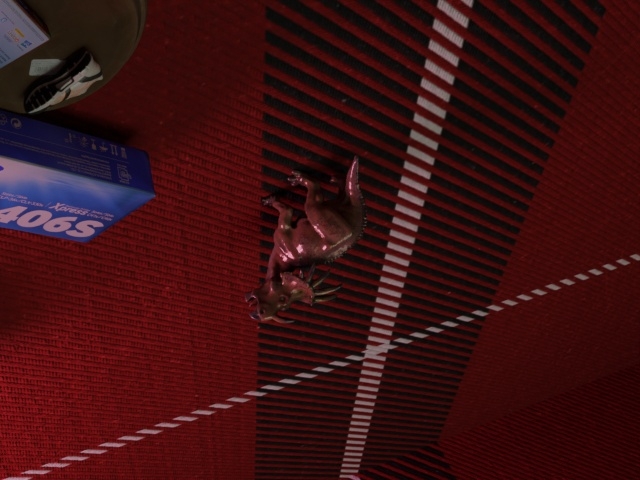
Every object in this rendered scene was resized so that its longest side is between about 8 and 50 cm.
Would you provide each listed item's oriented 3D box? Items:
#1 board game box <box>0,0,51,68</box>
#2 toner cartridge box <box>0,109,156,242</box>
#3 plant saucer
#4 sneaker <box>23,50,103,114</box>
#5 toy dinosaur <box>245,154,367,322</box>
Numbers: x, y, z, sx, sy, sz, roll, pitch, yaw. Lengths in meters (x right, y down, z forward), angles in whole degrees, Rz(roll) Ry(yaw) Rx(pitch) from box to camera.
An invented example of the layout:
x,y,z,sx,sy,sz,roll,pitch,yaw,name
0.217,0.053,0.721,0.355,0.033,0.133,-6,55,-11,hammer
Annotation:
x,y,z,sx,sy,sz,roll,pitch,yaw,name
-0.416,-0.260,1.033,0.145,0.027,0.281,-29,150,5,board game box
-0.402,-0.086,1.306,0.165,0.075,0.348,-31,152,33,toner cartridge box
-0.334,-0.247,1.186,0.278,0.041,0.278,-21,149,-13,plant saucer
-0.312,-0.184,1.221,0.109,0.040,0.044,-32,152,8,sneaker
0.000,0.000,1.663,0.296,0.200,0.127,-41,147,21,toy dinosaur
